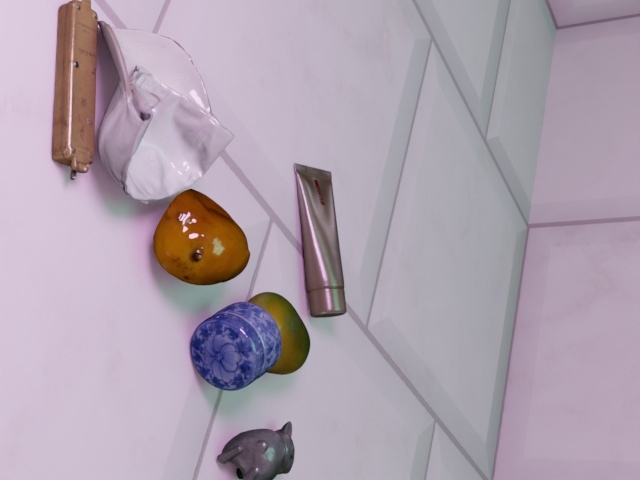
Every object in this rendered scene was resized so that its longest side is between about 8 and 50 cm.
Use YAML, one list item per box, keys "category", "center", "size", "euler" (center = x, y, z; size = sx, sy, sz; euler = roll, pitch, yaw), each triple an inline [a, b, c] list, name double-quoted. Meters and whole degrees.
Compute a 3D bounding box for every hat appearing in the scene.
- category: "hat"
  center: [-0.309, -0.225, 1.741]
  size: [0.258, 0.168, 0.301]
  euler: [2, 59, -63]

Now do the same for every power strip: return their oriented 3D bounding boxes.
- category: "power strip"
  center: [-0.394, -0.245, 1.663]
  size: [0.064, 0.044, 0.305]
  euler: [16, 71, -60]

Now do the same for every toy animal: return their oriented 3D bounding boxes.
- category: "toy animal"
  center: [-0.095, 0.418, 2.043]
  size: [0.236, 0.138, 0.108]
  euler: [-3, 55, -58]

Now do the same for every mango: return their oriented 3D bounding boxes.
- category: "mango"
  center: [-0.093, 0.195, 2.095]
  size: [0.251, 0.114, 0.156]
  euler: [54, 27, -63]
- category: "mango"
  center: [-0.207, 0.007, 1.867]
  size: [0.166, 0.136, 0.236]
  euler: [39, 13, 1]

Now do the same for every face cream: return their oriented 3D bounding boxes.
- category: "face cream"
  center: [0.000, 0.000, 2.326]
  size: [0.137, 0.084, 0.341]
  euler: [8, 72, -51]

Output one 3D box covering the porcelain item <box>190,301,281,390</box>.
- category: "porcelain item"
  center: [-0.158, 0.197, 1.926]
  size: [0.114, 0.147, 0.147]
  euler: [-28, 111, -59]
